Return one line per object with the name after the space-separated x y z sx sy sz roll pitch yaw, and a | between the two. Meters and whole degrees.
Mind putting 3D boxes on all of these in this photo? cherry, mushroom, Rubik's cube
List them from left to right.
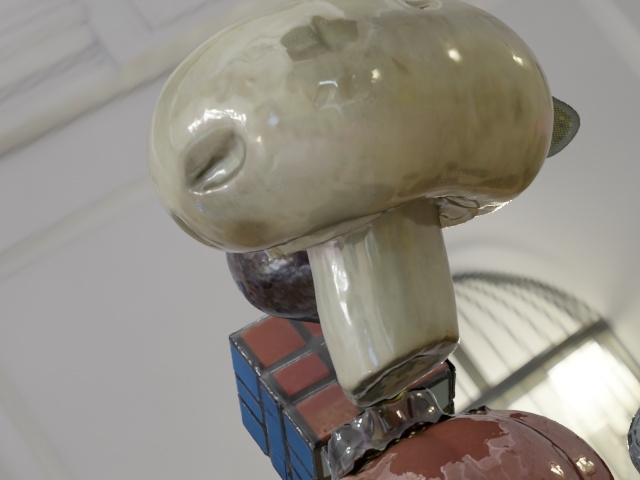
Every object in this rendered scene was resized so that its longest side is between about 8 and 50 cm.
0.000 0.000 1.982 0.255 0.218 0.296 0 -18 -44 | cherry
0.041 0.265 2.434 0.293 0.283 0.288 -27 -37 -15 | Rubik's cube
0.042 -0.078 1.271 0.325 0.353 0.353 -45 -16 10 | mushroom

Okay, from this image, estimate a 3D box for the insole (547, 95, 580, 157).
0.137 -0.160 1.513 0.322 0.007 0.109 22 -53 -25 | insole

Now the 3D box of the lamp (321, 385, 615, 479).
0.095 0.247 1.195 0.305 0.240 0.305 -26 -20 -10 | lamp

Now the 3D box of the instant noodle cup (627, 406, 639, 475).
0.371 0.204 1.369 0.208 0.125 0.177 -45 24 -11 | instant noodle cup
